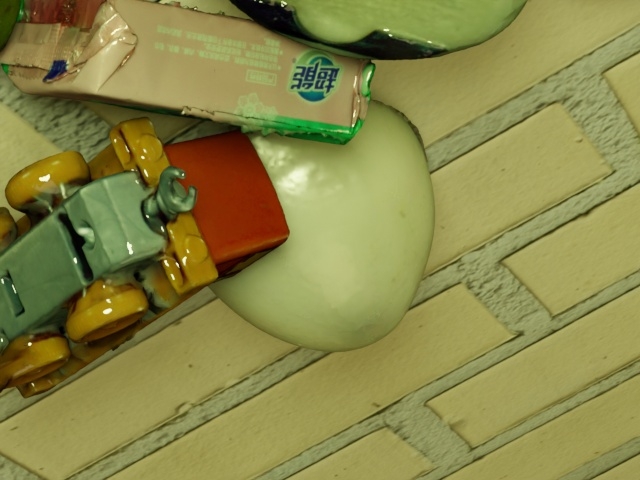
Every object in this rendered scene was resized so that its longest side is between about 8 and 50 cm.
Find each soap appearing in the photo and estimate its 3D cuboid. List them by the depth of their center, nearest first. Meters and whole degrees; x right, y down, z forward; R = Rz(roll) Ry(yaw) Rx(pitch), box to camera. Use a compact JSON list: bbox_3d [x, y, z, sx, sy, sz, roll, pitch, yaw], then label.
[{"bbox_3d":[-0.114,-0.149,1.569,0.273,0.218,0.098,7,95,-36],"label":"soap"}]

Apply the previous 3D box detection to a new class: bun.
[{"bbox_3d":[0.041,-0.284,1.449,0.293,0.187,0.293,5,145,3],"label":"bun"}]

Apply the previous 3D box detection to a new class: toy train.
[{"bbox_3d":[-0.185,0.010,1.685,0.231,0.163,0.369,-15,168,-41],"label":"toy train"}]

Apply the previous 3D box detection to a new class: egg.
[{"bbox_3d":[0.005,-0.001,1.829,0.264,0.174,0.286,-26,143,-1],"label":"egg"}]

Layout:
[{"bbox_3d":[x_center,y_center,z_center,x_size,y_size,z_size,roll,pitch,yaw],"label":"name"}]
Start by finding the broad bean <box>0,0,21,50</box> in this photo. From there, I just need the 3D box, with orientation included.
[{"bbox_3d":[-0.256,-0.237,1.449,0.077,0.061,0.339,-10,146,-30],"label":"broad bean"}]
